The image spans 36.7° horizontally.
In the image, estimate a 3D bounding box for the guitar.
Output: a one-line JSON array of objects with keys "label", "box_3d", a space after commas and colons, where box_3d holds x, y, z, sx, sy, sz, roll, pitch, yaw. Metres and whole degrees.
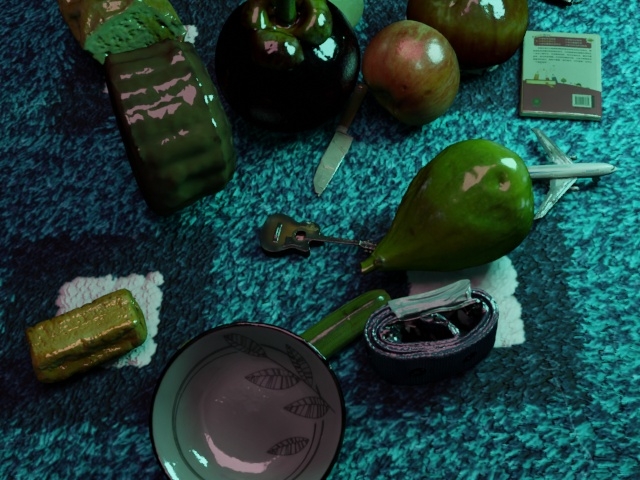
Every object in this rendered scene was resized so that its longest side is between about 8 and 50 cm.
[{"label": "guitar", "box_3d": [0.000, 0.000, 1.815, 0.233, 0.025, 0.088, 7, 57, 10]}]

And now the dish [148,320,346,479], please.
[{"label": "dish", "box_3d": [-0.113, 0.288, 1.559, 0.316, 0.106, 0.316, -1, 80, 5]}]

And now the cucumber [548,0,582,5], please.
[{"label": "cucumber", "box_3d": [0.503, -0.550, 2.129, 0.163, 0.043, 0.039, 39, 26, 24]}]

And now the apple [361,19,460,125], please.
[{"label": "apple", "box_3d": [0.178, -0.329, 1.915, 0.209, 0.209, 0.164, 33, 78, 25]}]

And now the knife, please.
[{"label": "knife", "box_3d": [0.045, -0.208, 1.956, 0.047, 0.017, 0.298, 19, 60, 11]}]

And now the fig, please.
[{"label": "fig", "box_3d": [0.219, -0.060, 1.716, 0.314, 0.233, 0.233, -7, 55, 7]}]

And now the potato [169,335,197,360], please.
[{"label": "potato", "box_3d": [-0.170, 0.205, 1.660, 0.188, 0.085, 0.105, -5, 51, -2]}]

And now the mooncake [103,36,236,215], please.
[{"label": "mooncake", "box_3d": [-0.285, -0.219, 1.825, 0.187, 0.324, 0.324, -20, 56, -13]}]

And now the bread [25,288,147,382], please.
[{"label": "bread", "box_3d": [-0.414, 0.171, 1.709, 0.211, 0.083, 0.114, -21, 51, -8]}]

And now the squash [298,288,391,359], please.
[{"label": "squash", "box_3d": [0.026, 0.160, 1.682, 0.229, 0.066, 0.066, -32, 59, -16]}]

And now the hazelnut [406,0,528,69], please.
[{"label": "hazelnut", "box_3d": [0.301, -0.465, 1.990, 0.251, 0.217, 0.217, 14, 59, 14]}]

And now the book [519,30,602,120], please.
[{"label": "book", "box_3d": [0.497, -0.343, 1.995, 0.162, 0.022, 0.232, 5, 56, 7]}]

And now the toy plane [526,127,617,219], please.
[{"label": "toy plane", "box_3d": [0.445, -0.131, 1.836, 0.226, 0.058, 0.226, 4, 55, 5]}]

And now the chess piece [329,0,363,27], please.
[{"label": "chess piece", "box_3d": [-0.015, -0.575, 2.148, 0.144, 0.144, 0.251, -19, 51, -7]}]

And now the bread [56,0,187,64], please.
[{"label": "bread", "box_3d": [-0.446, -0.498, 2.107, 0.196, 0.238, 0.252, -47, 49, 23]}]

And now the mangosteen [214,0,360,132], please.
[{"label": "mangosteen", "box_3d": [-0.066, -0.352, 1.893, 0.297, 0.297, 0.313, -7, 13, 1]}]

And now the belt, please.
[{"label": "belt", "box_3d": [0.187, 0.152, 1.632, 0.230, 0.126, 0.140, -15, 57, -3]}]
